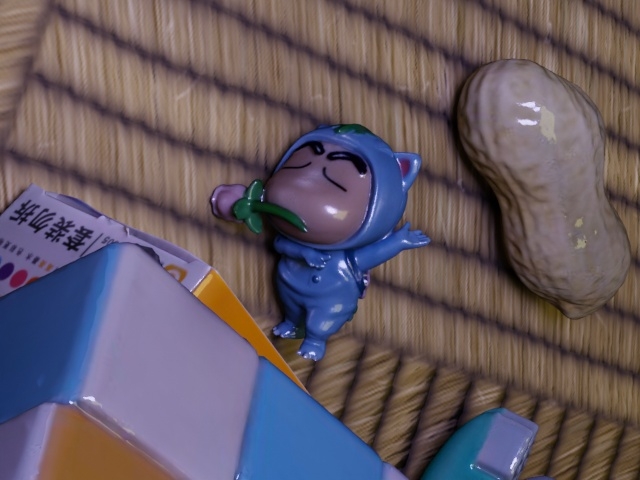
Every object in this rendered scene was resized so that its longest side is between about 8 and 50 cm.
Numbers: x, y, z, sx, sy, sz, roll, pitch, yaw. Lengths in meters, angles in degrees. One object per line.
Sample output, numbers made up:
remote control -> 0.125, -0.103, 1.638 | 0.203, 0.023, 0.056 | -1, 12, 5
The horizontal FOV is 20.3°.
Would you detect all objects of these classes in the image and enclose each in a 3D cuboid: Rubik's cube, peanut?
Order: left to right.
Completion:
Rubik's cube -> -0.147, 0.269, 0.990 | 0.347, 0.346, 0.344 | 42, 40, -29
peanut -> 0.196, -0.047, 1.523 | 0.125, 0.111, 0.274 | -57, 138, -38

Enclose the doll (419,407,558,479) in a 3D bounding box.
doll -> 0.138, 0.273, 1.535 | 0.195, 0.153, 0.258 | -51, 164, -58

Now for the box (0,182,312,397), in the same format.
box -> -0.097, 0.101, 1.194 | 0.091, 0.220, 0.274 | -48, 128, -19

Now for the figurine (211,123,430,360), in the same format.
figurine -> -0.005, -0.001, 1.341 | 0.144, 0.114, 0.178 | 1, 109, -43
